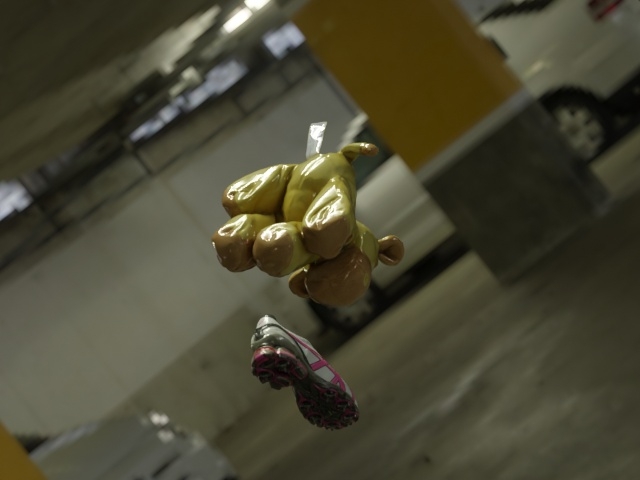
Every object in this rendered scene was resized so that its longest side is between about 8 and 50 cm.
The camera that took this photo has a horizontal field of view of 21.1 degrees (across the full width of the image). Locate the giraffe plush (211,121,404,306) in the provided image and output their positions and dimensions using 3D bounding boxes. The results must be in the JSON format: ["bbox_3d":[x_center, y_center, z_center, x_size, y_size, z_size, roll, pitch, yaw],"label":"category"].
[{"bbox_3d":[0.000,0.000,1.893,0.181,0.170,0.210,1,43,32],"label":"giraffe plush"}]

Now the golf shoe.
[{"bbox_3d":[-0.013,0.158,2.077,0.067,0.186,0.086,-26,40,24],"label":"golf shoe"}]
